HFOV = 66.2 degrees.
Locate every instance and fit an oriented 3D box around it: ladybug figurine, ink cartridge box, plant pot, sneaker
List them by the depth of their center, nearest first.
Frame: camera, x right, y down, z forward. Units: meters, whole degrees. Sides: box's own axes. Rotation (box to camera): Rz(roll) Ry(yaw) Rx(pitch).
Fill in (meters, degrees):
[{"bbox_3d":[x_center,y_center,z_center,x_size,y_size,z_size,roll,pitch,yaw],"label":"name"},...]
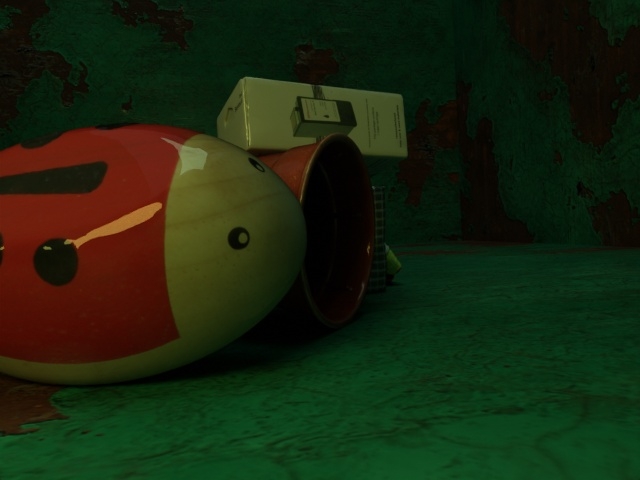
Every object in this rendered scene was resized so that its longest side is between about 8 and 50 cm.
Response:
[{"bbox_3d":[-0.243,-0.009,0.529,0.449,0.305,0.162,-6,-37,10],"label":"ladybug figurine"},{"bbox_3d":[-0.085,-0.016,0.748,0.265,0.273,0.272,1,3,25],"label":"plant pot"},{"bbox_3d":[-0.024,-0.182,0.885,0.289,0.122,0.211,-1,-8,-23],"label":"ink cartridge box"},{"bbox_3d":[0.134,0.073,1.216,0.081,0.094,0.208,-49,1,-19],"label":"sneaker"}]

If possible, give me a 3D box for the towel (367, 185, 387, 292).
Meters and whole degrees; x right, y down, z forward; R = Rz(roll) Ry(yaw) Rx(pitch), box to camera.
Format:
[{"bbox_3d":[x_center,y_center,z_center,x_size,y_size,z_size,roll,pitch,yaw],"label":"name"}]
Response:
[{"bbox_3d":[0.000,0.000,1.059,0.283,0.235,0.121,-3,8,1],"label":"towel"}]
